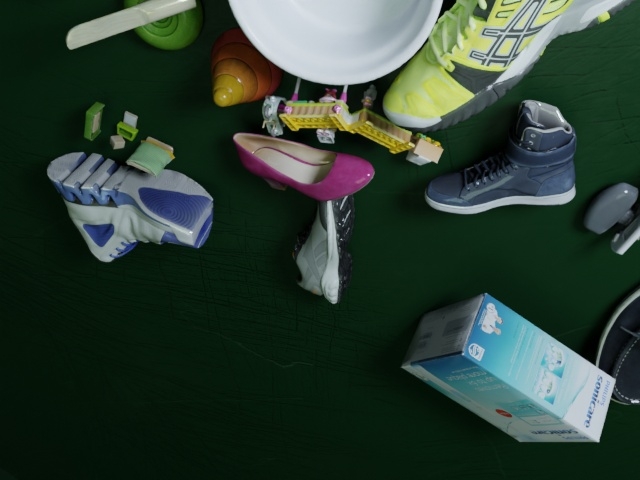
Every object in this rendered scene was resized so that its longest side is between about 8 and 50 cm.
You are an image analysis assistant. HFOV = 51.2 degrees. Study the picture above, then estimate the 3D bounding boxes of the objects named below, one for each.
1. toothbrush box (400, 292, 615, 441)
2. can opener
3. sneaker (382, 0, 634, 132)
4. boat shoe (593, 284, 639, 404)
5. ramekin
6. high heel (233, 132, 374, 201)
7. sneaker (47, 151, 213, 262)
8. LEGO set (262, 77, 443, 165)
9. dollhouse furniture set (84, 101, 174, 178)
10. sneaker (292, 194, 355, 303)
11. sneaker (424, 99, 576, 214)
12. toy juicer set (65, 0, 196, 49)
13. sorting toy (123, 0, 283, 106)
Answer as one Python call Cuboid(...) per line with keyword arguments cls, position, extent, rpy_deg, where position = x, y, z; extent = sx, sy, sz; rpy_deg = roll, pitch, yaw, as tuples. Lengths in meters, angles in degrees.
Cuboid(cls="toothbrush box", position=(0.330, 0.238, 1.199), extent=(0.295, 0.126, 0.216), rpy_deg=(33, 155, -11))
Cuboid(cls="can opener", position=(0.493, -0.088, 0.959), extent=(0.093, 0.074, 0.280), rpy_deg=(27, 131, -4))
Cuboid(cls="sneaker", position=(0.216, -0.286, 0.823), extent=(0.384, 0.145, 0.147), rpy_deg=(-38, 134, 26))
Cuboid(cls="boat shoe", position=(0.609, 0.131, 1.051), extent=(0.186, 0.156, 0.500), rpy_deg=(24, 133, -5))
Cuboid(cls="ramekin", position=(0.025, -0.354, 0.852), extent=(0.277, 0.135, 0.277), rpy_deg=(8, 130, 10))
Cuboid(cls="high heel", position=(-0.032, -0.129, 1.051), extent=(0.244, 0.082, 0.117), rpy_deg=(13, 156, 46))
Cuboid(cls="sneaker", position=(-0.346, -0.041, 1.248), extent=(0.315, 0.127, 0.182), rpy_deg=(18, 135, 12))
Cuboid(cls="LEGO set", position=(0.054, -0.204, 1.015), extent=(0.286, 0.107, 0.132), rpy_deg=(10, 165, 4))
Cuboid(cls="dollhouse furniture set", position=(-0.325, -0.178, 1.148), extent=(0.151, 0.076, 0.059), rpy_deg=(25, 132, -2))
Cuboid(cls="sneaker", position=(0.000, 0.000, 1.177), extent=(0.107, 0.100, 0.272), rpy_deg=(14, 131, 13))
Cuboid(cls="sneaker", position=(0.262, -0.123, 0.987), extent=(0.226, 0.086, 0.163), rpy_deg=(-6, 137, 10))
Cuboid(cls="toy juicer set", position=(-0.241, -0.424, 0.887), extent=(0.209, 0.089, 0.329), rpy_deg=(-5, 123, -22))
Cuboid(cls="sorting toy", position=(-0.231, -0.305, 0.981), extent=(0.365, 0.126, 0.127), rpy_deg=(33, 131, -11))
